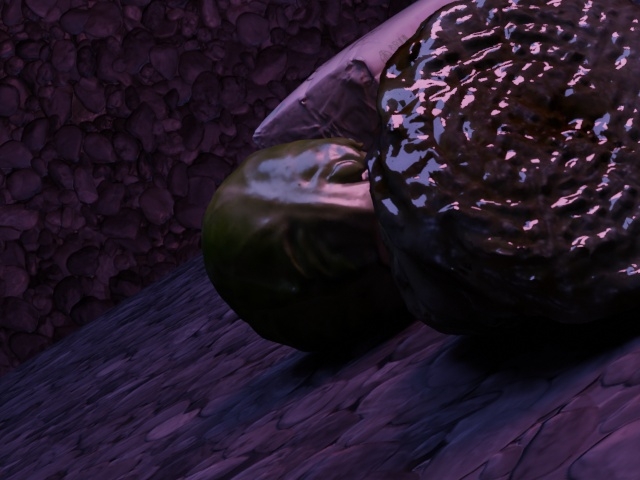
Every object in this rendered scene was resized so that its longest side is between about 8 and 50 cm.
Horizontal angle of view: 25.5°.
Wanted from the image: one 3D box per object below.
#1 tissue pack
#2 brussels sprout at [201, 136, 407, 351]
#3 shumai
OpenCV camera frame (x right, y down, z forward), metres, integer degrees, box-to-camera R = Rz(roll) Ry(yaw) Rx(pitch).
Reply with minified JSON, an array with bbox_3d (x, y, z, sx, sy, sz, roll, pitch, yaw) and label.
[{"bbox_3d":[0.111,-0.216,2.079,0.266,0.194,0.356,-32,6,44],"label":"tissue pack"},{"bbox_3d":[0.000,0.000,1.423,0.244,0.244,0.244,-31,6,4],"label":"brussels sprout"},{"bbox_3d":[0.173,-0.016,1.099,0.309,0.304,0.263,-36,-26,-26],"label":"shumai"}]
